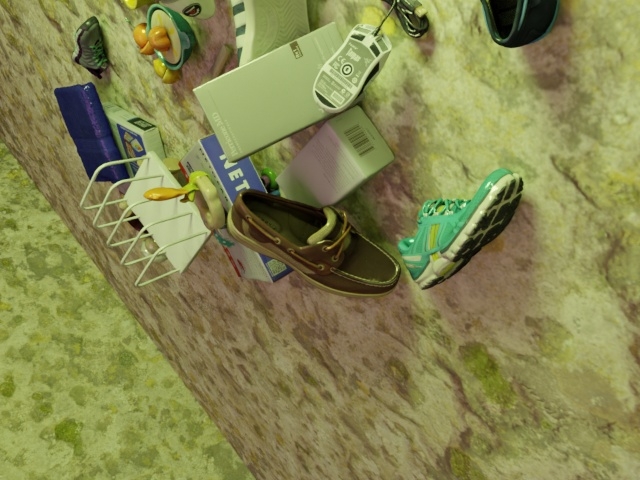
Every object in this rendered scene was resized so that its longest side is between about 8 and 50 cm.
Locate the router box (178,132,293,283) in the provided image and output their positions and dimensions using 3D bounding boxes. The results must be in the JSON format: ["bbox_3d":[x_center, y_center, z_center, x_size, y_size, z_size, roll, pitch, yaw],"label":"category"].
[{"bbox_3d":[-0.198,-0.072,1.154,0.335,0.082,0.301,64,159,-9],"label":"router box"}]

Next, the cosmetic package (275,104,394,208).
[{"bbox_3d":[0.018,-0.128,0.897,0.117,0.085,0.231,56,148,0],"label":"cosmetic package"}]

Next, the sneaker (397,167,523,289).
[{"bbox_3d":[0.195,-0.020,0.753,0.110,0.107,0.275,57,147,17],"label":"sneaker"}]

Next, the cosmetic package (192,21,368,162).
[{"bbox_3d":[-0.064,-0.225,0.776,0.127,0.238,0.107,62,176,-11],"label":"cosmetic package"}]

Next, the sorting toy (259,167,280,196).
[{"bbox_3d":[-0.127,-0.112,1.123,0.061,0.042,0.102,39,142,24],"label":"sorting toy"}]

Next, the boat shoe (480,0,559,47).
[{"bbox_3d":[0.195,-0.333,0.504,0.109,0.089,0.258,-3,114,52],"label":"boat shoe"}]

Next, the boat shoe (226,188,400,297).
[{"bbox_3d":[0.000,0.000,0.883,0.342,0.123,0.123,26,153,-6],"label":"boat shoe"}]

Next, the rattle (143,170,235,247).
[{"bbox_3d":[-0.272,-0.040,1.062,0.130,0.143,0.200,33,144,22],"label":"rattle"}]

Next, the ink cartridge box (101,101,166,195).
[{"bbox_3d":[-0.577,-0.248,1.554,0.303,0.072,0.307,28,139,33],"label":"ink cartridge box"}]

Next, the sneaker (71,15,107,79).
[{"bbox_3d":[-0.634,-0.542,1.395,0.098,0.083,0.223,43,154,-18],"label":"sneaker"}]

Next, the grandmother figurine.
[{"bbox_3d":[-0.490,-0.080,1.467,0.207,0.104,0.342,10,123,-3],"label":"grandmother figurine"}]

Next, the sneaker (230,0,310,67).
[{"bbox_3d":[-0.093,-0.379,0.816,0.350,0.131,0.148,100,148,-52],"label":"sneaker"}]

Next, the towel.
[{"bbox_3d":[-0.696,-0.328,1.525,0.227,0.076,0.308,11,123,40],"label":"towel"}]

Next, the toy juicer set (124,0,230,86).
[{"bbox_3d":[-0.336,-0.417,1.095,0.329,0.089,0.209,44,144,17],"label":"toy juicer set"}]

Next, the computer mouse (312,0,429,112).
[{"bbox_3d":[0.061,-0.266,0.700,0.106,0.042,0.193,43,106,10],"label":"computer mouse"}]

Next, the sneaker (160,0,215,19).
[{"bbox_3d":[-0.264,-0.543,0.879,0.122,0.146,0.331,-15,81,23],"label":"sneaker"}]

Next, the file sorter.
[{"bbox_3d":[-0.449,-0.053,1.256,0.278,0.173,0.193,51,125,10],"label":"file sorter"}]
